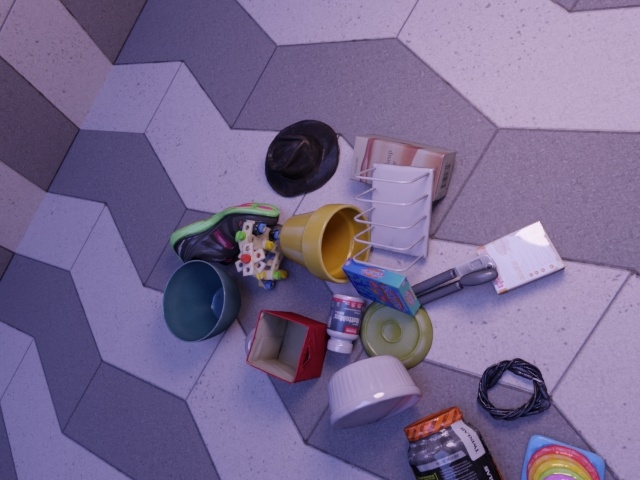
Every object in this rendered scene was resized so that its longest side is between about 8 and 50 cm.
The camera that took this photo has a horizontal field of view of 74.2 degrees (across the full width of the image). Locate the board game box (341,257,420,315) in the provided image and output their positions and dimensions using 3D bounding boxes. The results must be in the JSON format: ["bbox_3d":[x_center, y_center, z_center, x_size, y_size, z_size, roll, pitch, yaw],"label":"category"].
[{"bbox_3d":[0.183,0.140,1.288,0.210,0.160,0.047,16,61,42],"label":"board game box"}]

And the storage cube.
[{"bbox_3d":[-0.094,0.344,1.396,0.215,0.193,0.183,13,86,28],"label":"storage cube"}]

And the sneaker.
[{"bbox_3d":[-0.352,-0.015,1.640,0.484,0.185,0.202,-20,94,23],"label":"sneaker"}]

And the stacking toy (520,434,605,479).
[{"bbox_3d":[0.552,0.573,0.955,0.175,0.302,0.165,11,84,28],"label":"stacking toy"}]

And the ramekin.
[{"bbox_3d":[0.144,0.436,1.224,0.273,0.273,0.127,-32,54,18],"label":"ramekin"}]

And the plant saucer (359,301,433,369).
[{"bbox_3d":[0.229,0.287,1.331,0.241,0.037,0.240,-6,76,26],"label":"plant saucer"}]

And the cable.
[{"bbox_3d":[0.514,0.406,1.155,0.185,0.047,0.150,-23,70,22],"label":"cable"}]

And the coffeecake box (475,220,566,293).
[{"bbox_3d":[0.559,0.053,1.193,0.186,0.068,0.142,-27,68,20],"label":"coffeecake box"}]

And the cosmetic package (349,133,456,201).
[{"bbox_3d":[0.257,-0.238,1.349,0.297,0.129,0.153,19,114,30],"label":"cosmetic package"}]

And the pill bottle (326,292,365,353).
[{"bbox_3d":[0.078,0.268,1.372,0.108,0.108,0.179,7,83,28],"label":"pill bottle"}]

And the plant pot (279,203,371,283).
[{"bbox_3d":[0.000,0.000,1.403,0.239,0.254,0.253,8,83,43],"label":"plant pot"}]

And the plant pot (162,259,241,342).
[{"bbox_3d":[-0.410,0.230,1.578,0.291,0.195,0.289,-6,77,27],"label":"plant pot"}]

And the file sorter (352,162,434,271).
[{"bbox_3d":[0.206,-0.072,1.254,0.193,0.173,0.277,12,114,32],"label":"file sorter"}]

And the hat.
[{"bbox_3d":[-0.101,-0.328,1.574,0.332,0.134,0.330,-6,76,26],"label":"hat"}]

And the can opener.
[{"bbox_3d":[0.376,0.119,1.225,0.280,0.093,0.074,-31,79,40],"label":"can opener"}]

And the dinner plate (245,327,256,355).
[{"bbox_3d":[-0.223,0.388,1.554,0.141,0.017,0.141,-5,78,25],"label":"dinner plate"}]

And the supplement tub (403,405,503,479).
[{"bbox_3d":[0.362,0.627,1.095,0.207,0.207,0.337,-31,68,19],"label":"supplement tub"}]

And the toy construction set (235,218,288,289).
[{"bbox_3d":[-0.209,0.050,1.442,0.151,0.327,0.214,11,81,12],"label":"toy construction set"}]
